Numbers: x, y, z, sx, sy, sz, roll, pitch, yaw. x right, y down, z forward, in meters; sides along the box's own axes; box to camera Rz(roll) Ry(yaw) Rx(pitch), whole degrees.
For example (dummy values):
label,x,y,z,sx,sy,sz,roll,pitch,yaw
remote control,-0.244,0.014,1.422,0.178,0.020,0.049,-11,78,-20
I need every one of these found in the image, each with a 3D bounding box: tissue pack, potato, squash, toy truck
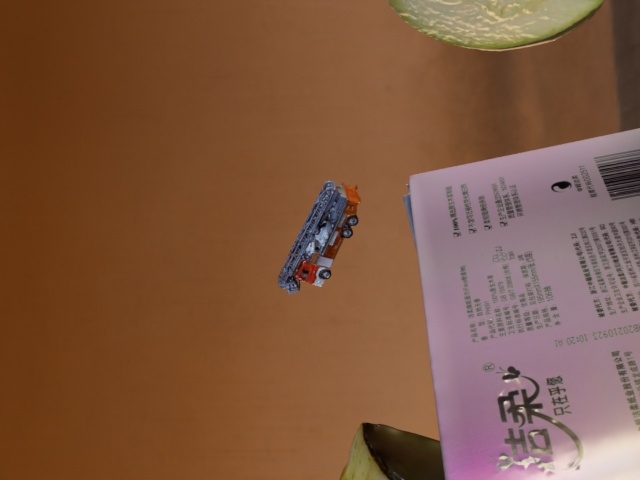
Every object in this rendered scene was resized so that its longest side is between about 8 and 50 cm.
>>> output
label,x,y,z,sx,sy,sz,roll,pitch,yaw
tissue pack,0.123,0.055,0.457,0.246,0.149,0.092,-88,-15,-54
potato,0.051,0.173,0.581,0.066,0.096,0.103,-59,-15,-69
squash,0.190,-0.296,1.058,0.252,0.252,0.049,86,-171,-62
toy truck,0.000,0.000,0.645,0.024,0.032,0.083,-105,35,-55
